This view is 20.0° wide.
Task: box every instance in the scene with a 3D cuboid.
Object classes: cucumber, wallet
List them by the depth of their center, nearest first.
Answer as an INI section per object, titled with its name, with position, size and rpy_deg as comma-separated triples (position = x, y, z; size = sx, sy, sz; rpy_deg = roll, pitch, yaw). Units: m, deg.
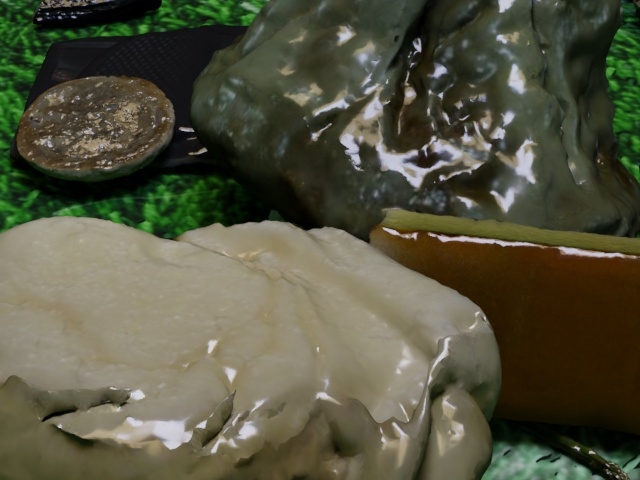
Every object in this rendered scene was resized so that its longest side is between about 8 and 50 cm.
[wallet]
position = -0.118, -0.142, 1.726
size = 0.323, 0.041, 0.247
rpy_deg = 1, 37, 2
[cucumber]
position = -0.232, -0.241, 1.882
size = 0.135, 0.033, 0.034
rpy_deg = -4, 72, -4

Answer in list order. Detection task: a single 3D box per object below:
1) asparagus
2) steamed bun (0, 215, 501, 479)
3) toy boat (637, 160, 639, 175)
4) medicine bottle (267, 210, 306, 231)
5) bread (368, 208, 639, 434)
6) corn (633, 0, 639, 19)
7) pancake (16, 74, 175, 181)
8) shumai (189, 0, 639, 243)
[asparagus]
position = 0.181, 0.150, 1.306
size = 0.114, 0.015, 0.014
rpy_deg = 28, 6, 37
[steamed bun]
position = -0.079, 0.124, 1.158
size = 0.372, 0.230, 0.325
rpy_deg = -2, 33, -6
[toy boat]
position = 0.323, -0.019, 1.485
size = 0.102, 0.088, 0.215
rpy_deg = -10, 35, 3
[medicine bottle]
position = 0.000, 0.000, 1.496
size = 0.057, 0.057, 0.089
rpy_deg = -19, 38, -25
[bread]
position = 0.211, 0.066, 1.308
size = 0.361, 0.138, 0.077
rpy_deg = 7, 19, 7
[corn]
position = 0.427, -0.206, 1.765
size = 0.098, 0.098, 0.290
rpy_deg = -25, 36, -31
[pancake]
position = -0.199, -0.104, 1.632
size = 0.151, 0.025, 0.151
rpy_deg = -5, 41, 5
[shumai]
position = 0.104, -0.170, 1.470
size = 0.397, 0.323, 0.324
rpy_deg = 26, 24, 26
